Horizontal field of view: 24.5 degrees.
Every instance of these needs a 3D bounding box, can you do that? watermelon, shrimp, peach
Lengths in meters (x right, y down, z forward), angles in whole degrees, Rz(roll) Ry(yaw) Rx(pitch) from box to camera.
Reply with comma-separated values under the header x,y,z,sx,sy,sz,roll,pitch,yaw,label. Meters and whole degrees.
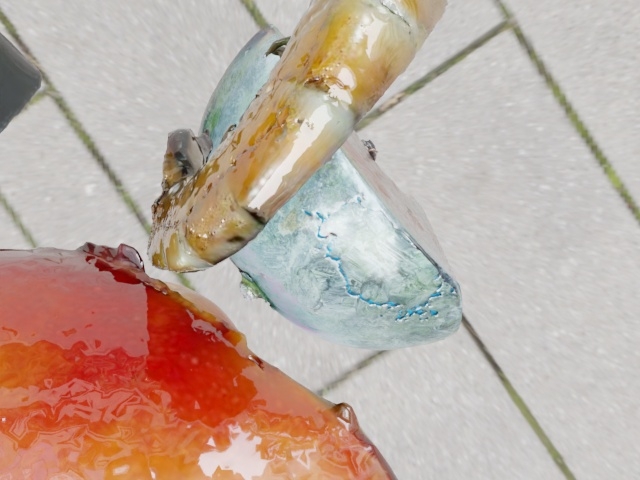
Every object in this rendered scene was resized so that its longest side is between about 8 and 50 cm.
x,y,z,sx,sy,sz,roll,pitch,yaw,label
-0.005,0.004,1.266,0.175,0.188,0.322,-37,113,11,watermelon
-0.002,-0.096,0.702,0.054,0.222,0.290,35,56,-13,shrimp
-0.120,0.135,0.702,0.338,0.281,0.281,-9,94,5,peach

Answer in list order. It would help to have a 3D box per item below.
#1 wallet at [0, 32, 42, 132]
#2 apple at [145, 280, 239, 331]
x,y,z,sx,sy,sz,roll,pitch,yaw,label
-0.404,-0.197,1.437,0.146,0.030,0.285,-54,126,-14,wallet
-0.168,0.154,1.522,0.242,0.242,0.241,-10,108,-1,apple
